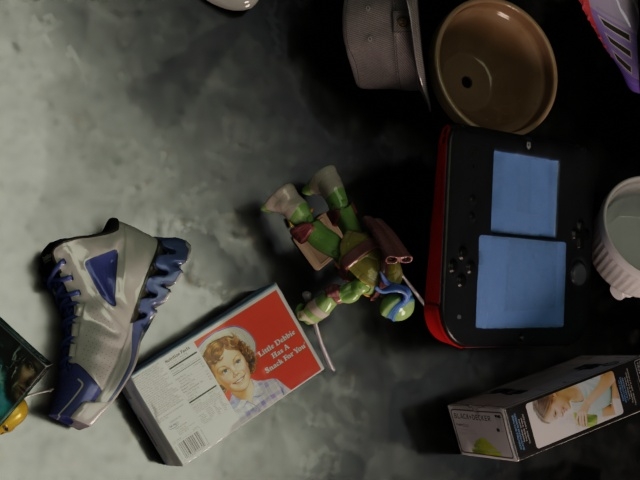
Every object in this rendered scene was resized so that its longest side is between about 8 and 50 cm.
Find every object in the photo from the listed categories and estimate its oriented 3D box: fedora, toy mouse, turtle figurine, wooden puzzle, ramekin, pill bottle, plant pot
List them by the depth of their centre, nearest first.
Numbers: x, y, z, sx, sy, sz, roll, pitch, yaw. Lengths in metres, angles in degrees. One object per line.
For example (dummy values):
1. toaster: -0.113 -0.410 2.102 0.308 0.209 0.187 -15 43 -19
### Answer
1. toy mouse: -0.468 0.209 1.572 0.143 0.031 0.161 48 67 -11
2. turtle figurine: 0.027 0.040 1.766 0.197 0.275 0.266 -34 77 -4
3. wooden puzzle: 0.000 0.000 1.826 0.078 0.014 0.116 -31 96 -21
4. fedora: 0.101 -0.334 1.835 0.124 0.244 0.276 -6 112 6
5. plant pot: 0.270 -0.276 1.935 0.237 0.109 0.238 4 80 -24
6. ramekin: 0.563 0.002 1.999 0.207 0.109 0.207 6 61 -11
7. pill bottle: 0.554 0.073 2.048 0.083 0.043 0.043 -30 95 -24

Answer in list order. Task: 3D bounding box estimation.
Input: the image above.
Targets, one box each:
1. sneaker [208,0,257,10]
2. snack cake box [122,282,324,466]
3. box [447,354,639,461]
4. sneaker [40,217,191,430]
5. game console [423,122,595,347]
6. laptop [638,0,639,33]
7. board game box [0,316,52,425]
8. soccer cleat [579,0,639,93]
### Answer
1. sneaker: -0.173 -0.438 1.767 0.212 0.094 0.080 39 68 -15
2. snack cake box: -0.145 0.195 1.689 0.264 0.089 0.152 -31 94 -25
3. box: 0.374 0.267 1.872 0.289 0.169 0.087 -15 91 -27
4. sneaker: -0.328 0.096 1.612 0.182 0.127 0.316 31 64 -14
5. game console: 0.317 0.000 1.860 0.386 0.060 0.342 4 92 -43
6. laptop: 0.679 -0.360 1.984 0.236 0.408 0.382 1 82 -17
7. board game box: -0.464 0.149 1.530 0.186 0.026 0.126 41 96 3
8. soccer cleat: 0.528 -0.414 2.089 0.108 0.116 0.318 -42 119 -67
